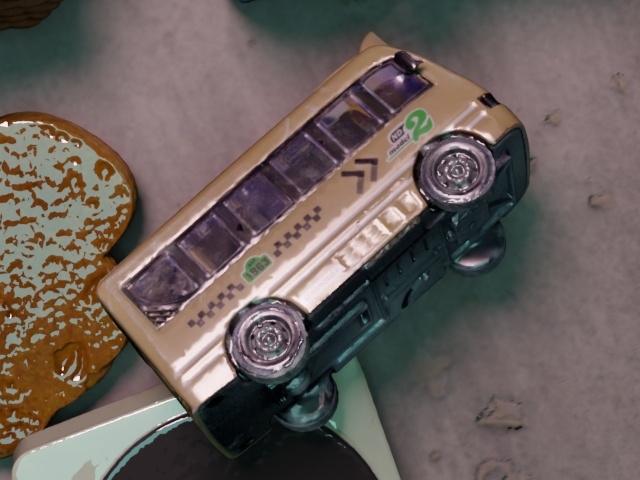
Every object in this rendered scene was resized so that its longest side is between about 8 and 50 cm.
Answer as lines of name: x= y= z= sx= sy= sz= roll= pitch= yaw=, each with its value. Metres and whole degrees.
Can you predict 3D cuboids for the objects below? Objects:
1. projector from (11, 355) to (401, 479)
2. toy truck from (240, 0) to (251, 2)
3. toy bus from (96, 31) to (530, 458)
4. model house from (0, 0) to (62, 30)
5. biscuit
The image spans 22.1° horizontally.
projector: x=-0.063 y=0.220 z=1.197 sx=0.259 sy=0.079 sz=0.257 roll=-20 pitch=101 yaw=-5
toy truck: x=0.102 y=-0.263 z=1.081 sx=0.385 sy=0.161 sz=0.162 roll=-14 pitch=93 yaw=0
toy bus: x=0.000 y=0.000 z=1.103 sx=0.289 sy=0.139 sz=0.157 roll=-42 pitch=67 yaw=-7
model house: x=-0.289 y=-0.218 z=1.051 sx=0.295 sy=0.252 sz=0.329 roll=-12 pitch=127 yaw=-25
biscuit: x=-0.243 y=0.042 z=1.172 sx=0.208 sy=0.041 sz=0.290 roll=36 pitch=99 yaw=-10
